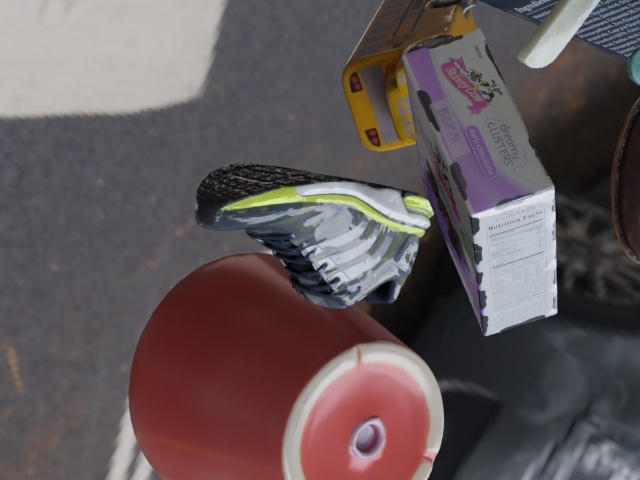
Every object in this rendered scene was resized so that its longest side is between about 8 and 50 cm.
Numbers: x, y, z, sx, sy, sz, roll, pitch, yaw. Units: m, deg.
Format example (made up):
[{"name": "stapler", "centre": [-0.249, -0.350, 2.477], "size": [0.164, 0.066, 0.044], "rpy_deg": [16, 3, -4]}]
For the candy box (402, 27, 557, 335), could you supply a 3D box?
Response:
[{"name": "candy box", "centre": [0.131, -0.044, 1.430], "size": [0.070, 0.165, 0.196], "rpy_deg": [-18, 148, -2]}]

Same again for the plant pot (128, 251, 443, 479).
[{"name": "plant pot", "centre": [-0.022, 0.169, 1.801], "size": [0.275, 0.243, 0.275], "rpy_deg": [-9, 106, -34]}]

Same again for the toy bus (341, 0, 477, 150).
[{"name": "toy bus", "centre": [0.108, -0.184, 1.894], "size": [0.332, 0.130, 0.108], "rpy_deg": [-64, 139, -65]}]

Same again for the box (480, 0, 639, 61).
[{"name": "box", "centre": [0.318, -0.332, 1.608], "size": [0.212, 0.395, 0.293], "rpy_deg": [-15, -121, 66]}]

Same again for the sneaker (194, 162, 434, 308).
[{"name": "sneaker", "centre": [0.000, 0.000, 1.616], "size": [0.300, 0.111, 0.121], "rpy_deg": [8, 93, -48]}]

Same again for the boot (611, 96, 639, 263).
[{"name": "boot", "centre": [0.279, -0.065, 1.174], "size": [0.207, 0.090, 0.248], "rpy_deg": [-106, -145, -67]}]

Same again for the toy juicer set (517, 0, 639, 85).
[{"name": "toy juicer set", "centre": [0.345, -0.190, 1.429], "size": [0.089, 0.329, 0.209], "rpy_deg": [-159, -93, -75]}]
